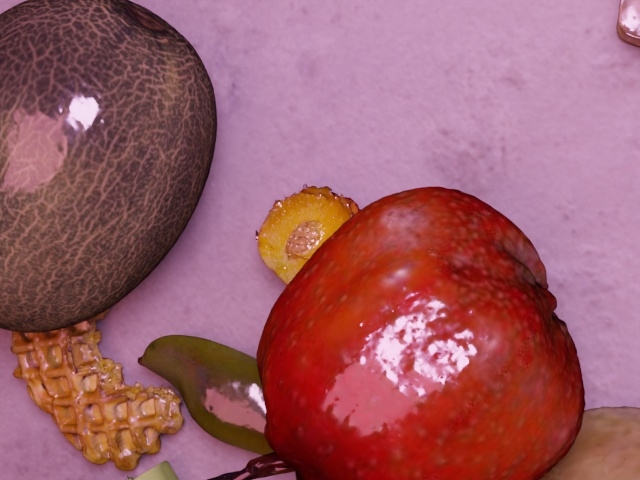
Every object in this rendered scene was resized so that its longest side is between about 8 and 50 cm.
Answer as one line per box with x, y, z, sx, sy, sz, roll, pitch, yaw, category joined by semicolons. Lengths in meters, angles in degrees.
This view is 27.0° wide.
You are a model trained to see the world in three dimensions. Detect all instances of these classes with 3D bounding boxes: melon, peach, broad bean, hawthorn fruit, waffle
-0.222;-0.063;1.127;0.237;0.237;0.301;39;110;14;melon
-0.001;0.001;1.138;0.098;0.061;0.098;-8;72;25;peach
-0.021;0.162;1.173;0.325;0.067;0.075;21;120;16;broad bean
0.042;0.107;1.010;0.300;0.254;0.254;-24;88;1;hawthorn fruit
-0.212;0.122;1.254;0.149;0.051;0.194;-45;79;24;waffle

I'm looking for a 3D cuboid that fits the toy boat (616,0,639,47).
0.313;-0.179;0.972;0.188;0.061;0.116;17;104;20;toy boat

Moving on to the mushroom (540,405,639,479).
0.199;0.269;1.023;0.217;0.212;0.292;44;119;4;mushroom

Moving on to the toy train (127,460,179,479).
-0.143;0.328;1.236;0.157;0.105;0.253;-33;84;10;toy train
